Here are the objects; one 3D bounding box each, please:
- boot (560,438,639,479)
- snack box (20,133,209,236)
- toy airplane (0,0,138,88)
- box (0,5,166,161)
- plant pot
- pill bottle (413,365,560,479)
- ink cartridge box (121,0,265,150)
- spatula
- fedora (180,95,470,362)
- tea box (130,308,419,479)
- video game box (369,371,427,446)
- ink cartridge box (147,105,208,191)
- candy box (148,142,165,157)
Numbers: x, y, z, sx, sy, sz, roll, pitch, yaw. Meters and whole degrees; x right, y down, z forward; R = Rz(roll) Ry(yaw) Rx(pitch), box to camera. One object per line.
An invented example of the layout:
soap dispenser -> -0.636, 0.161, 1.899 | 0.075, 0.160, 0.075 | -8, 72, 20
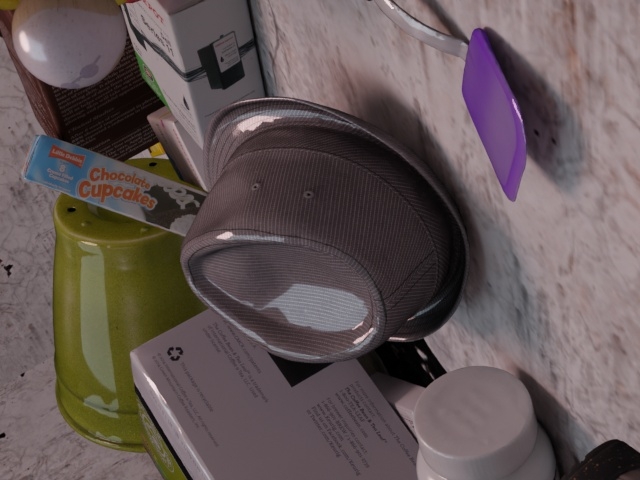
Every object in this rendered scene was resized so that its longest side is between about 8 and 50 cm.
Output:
boot -> 0.282, 0.310, 0.771 | 0.222, 0.118, 0.338 | 29, 152, 54
snack box -> -0.198, -0.048, 1.369 | 0.322, 0.060, 0.187 | 20, 179, -16
toy airplane -> -0.235, -0.245, 0.851 | 0.386, 0.384, 0.272 | 138, 111, -74
box -> -0.283, -0.242, 1.407 | 0.143, 0.191, 0.381 | 55, 165, 17
plant pot -> -0.267, 0.074, 1.766 | 0.366, 0.366, 0.353 | 43, 147, 47
pill bottle -> 0.152, 0.222, 1.000 | 0.121, 0.121, 0.221 | 43, 159, 48
ink cartridge box -> -0.137, -0.217, 1.168 | 0.153, 0.087, 0.208 | 50, 162, 32
spatula -> 0.055, -0.156, 0.754 | 0.296, 0.030, 0.084 | 54, 164, 23
fedora -> -0.018, 0.012, 0.934 | 0.275, 0.124, 0.244 | 16, 132, 27
tea box -> -0.048, 0.270, 1.347 | 0.329, 0.220, 0.323 | 53, 159, 23
video game box -> 0.125, 0.250, 1.298 | 0.187, 0.048, 0.205 | 64, 165, -8
ink cartridge box -> -0.129, -0.122, 1.326 | 0.092, 0.090, 0.143 | 64, 164, -19
candy box -> -0.306, -0.232, 1.836 | 0.206, 0.027, 0.105 | 62, 162, -10
